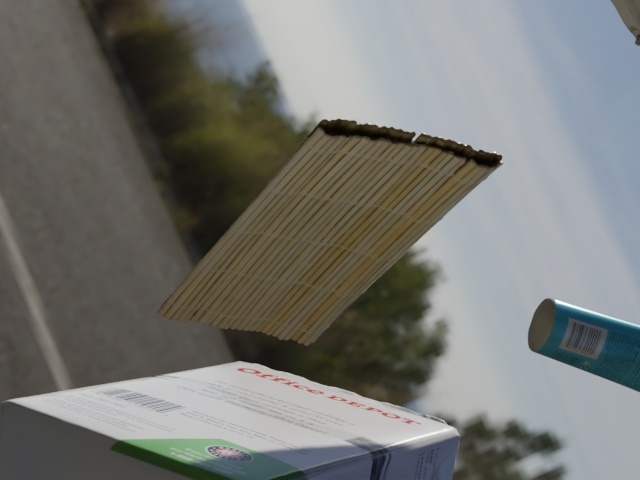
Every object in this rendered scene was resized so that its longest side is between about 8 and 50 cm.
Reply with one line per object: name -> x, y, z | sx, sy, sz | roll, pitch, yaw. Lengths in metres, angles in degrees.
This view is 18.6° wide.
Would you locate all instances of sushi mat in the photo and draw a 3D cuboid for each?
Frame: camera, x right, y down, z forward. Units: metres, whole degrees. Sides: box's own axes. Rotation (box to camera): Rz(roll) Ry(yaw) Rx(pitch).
sushi mat -> 0.000, 0.000, 1.501 | 0.316, 0.151, 0.019 | 134, -40, -52

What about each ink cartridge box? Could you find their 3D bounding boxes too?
ink cartridge box -> -0.048, 0.134, 1.043 | 0.219, 0.160, 0.092 | -3, 106, -58

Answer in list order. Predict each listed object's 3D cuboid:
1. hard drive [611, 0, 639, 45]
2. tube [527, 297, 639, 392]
hard drive -> 0.230, -0.247, 1.198 | 0.237, 0.064, 0.339 | 60, -13, -2
tube -> 0.295, 0.109, 1.811 | 0.052, 0.207, 0.080 | -93, -153, -54
